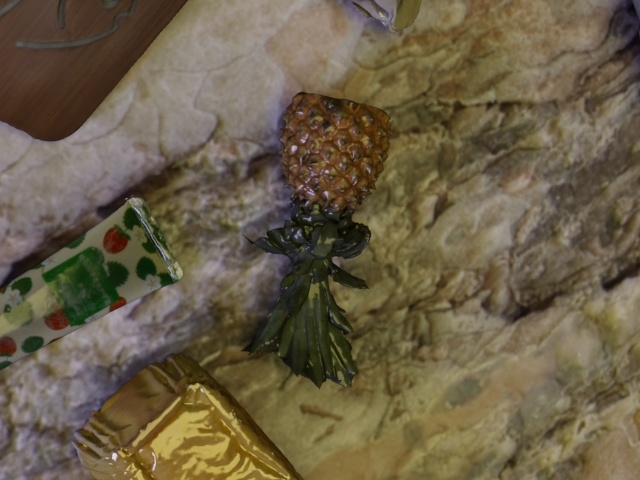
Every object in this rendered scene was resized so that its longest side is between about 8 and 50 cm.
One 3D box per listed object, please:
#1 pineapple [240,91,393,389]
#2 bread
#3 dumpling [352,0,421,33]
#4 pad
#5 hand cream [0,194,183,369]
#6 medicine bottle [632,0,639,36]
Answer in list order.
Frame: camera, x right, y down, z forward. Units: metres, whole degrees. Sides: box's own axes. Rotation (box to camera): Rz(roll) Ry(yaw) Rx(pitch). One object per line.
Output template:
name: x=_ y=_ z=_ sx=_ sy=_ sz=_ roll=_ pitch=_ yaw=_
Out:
pineapple: x=0.000 y=0.000 z=1.005 sx=0.130 sy=0.119 sz=0.277 roll=13 pitch=89 yaw=-60
bread: x=-0.095 y=0.249 z=0.976 sx=0.152 sy=0.119 sz=0.288 roll=-43 pitch=103 yaw=-14
dumpling: x=0.060 y=-0.310 z=1.013 sx=0.136 sy=0.118 sz=0.199 roll=-51 pitch=132 yaw=-24
pad: x=-0.233 y=-0.234 z=0.851 sx=0.286 sy=0.018 sz=0.284 roll=-47 pitch=142 yaw=11
hand cream: x=-0.264 y=0.063 z=0.956 sx=0.276 sy=0.059 sz=0.095 roll=-32 pitch=102 yaw=-18
medicine bottle: x=0.488 y=-0.246 z=1.131 sx=0.282 sy=0.123 sz=0.375 roll=-27 pitch=100 yaw=-15
